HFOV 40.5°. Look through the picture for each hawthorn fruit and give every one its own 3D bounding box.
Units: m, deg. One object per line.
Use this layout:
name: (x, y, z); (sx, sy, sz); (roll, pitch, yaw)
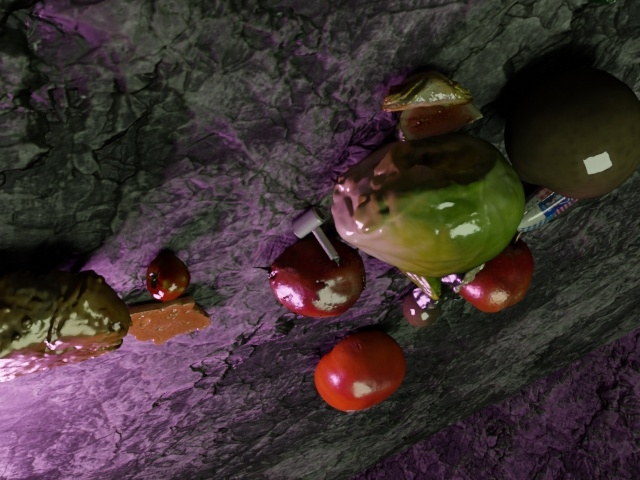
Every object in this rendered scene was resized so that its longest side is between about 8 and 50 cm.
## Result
hawthorn fruit: (-0.027, 0.076, 1.774); (0.235, 0.181, 0.181); (2, 145, -17)
hawthorn fruit: (0.435, 0.056, 2.120); (0.196, 0.196, 0.226); (2, 126, -43)

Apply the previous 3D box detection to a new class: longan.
longan: (0.269, 0.171, 2.267); (0.119, 0.106, 0.106); (-52, 146, 16)
longan: (0.478, -0.197, 1.626); (0.258, 0.258, 0.258); (-20, 153, -11)

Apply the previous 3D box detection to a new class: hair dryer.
hair dryer: (0.000, 0.000, 1.701); (0.063, 0.124, 0.038); (-36, 173, 23)

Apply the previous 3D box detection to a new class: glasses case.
glasses case: (0.575, -0.131, 1.984); (0.327, 0.076, 0.125); (-40, 163, 14)

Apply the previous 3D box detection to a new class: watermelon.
watermelon: (0.192, -0.229, 1.520); (0.163, 0.087, 0.069); (-19, 117, -21)

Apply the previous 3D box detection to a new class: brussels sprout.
brussels sprout: (0.201, -0.077, 1.575); (0.343, 0.268, 0.344); (11, 163, 3)

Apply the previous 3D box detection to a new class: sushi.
sushi: (0.327, 0.063, 1.983); (0.373, 0.100, 0.296); (-44, 175, 31)

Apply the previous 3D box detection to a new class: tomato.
tomato: (0.112, 0.366, 2.390); (0.259, 0.180, 0.260); (-21, 156, -10)
tomato: (-0.283, 0.069, 1.621); (0.075, 0.087, 0.087); (-4, 146, -42)

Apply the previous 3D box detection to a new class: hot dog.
hot dog: (0.181, -0.254, 1.461); (0.168, 0.061, 0.078); (-7, 180, -18)

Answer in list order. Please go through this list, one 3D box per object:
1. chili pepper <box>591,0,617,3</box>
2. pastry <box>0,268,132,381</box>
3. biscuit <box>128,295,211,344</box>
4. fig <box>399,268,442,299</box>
chili pepper: (0.462, -0.416, 1.448); (0.055, 0.035, 0.118); (-20, 154, 28)
pastry: (-0.482, 0.131, 1.472); (0.310, 0.162, 0.255); (-10, 160, -19)
biscuit: (-0.330, 0.164, 1.804); (0.162, 0.035, 0.250); (-46, 148, 25)
fig: (0.199, 0.000, 1.797); (0.167, 0.234, 0.167); (18, 157, 8)
